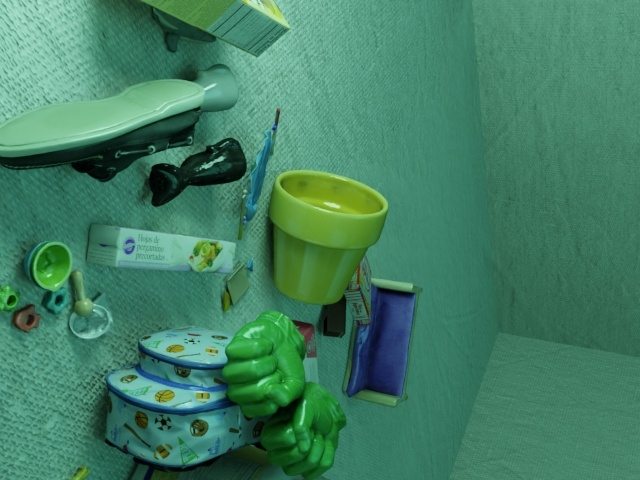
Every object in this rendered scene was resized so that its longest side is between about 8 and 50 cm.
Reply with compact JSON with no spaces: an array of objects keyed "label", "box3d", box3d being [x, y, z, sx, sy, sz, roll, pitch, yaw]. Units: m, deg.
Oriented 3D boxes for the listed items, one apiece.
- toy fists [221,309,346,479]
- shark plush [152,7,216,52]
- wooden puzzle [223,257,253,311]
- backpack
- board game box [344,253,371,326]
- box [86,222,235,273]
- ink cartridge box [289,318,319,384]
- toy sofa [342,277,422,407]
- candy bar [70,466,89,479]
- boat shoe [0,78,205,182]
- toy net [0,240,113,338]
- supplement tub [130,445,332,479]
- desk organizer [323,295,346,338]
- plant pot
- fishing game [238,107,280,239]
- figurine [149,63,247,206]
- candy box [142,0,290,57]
[{"label":"toy fists","box3d":[-0.054,0.251,1.129,0.142,0.096,0.279,-47,118,-44]},{"label":"shark plush","box3d":[-0.233,-0.380,1.170,0.073,0.067,0.161,-67,150,-28]},{"label":"wooden puzzle","box3d":[-0.173,0.091,1.484,0.116,0.014,0.078,-44,139,-51]},{"label":"backpack","box3d":[-0.216,0.261,1.185,0.263,0.277,0.213,-18,109,-54]},{"label":"board game box","box3d":[0.102,0.111,1.940,0.193,0.045,0.146,-86,163,-44]},{"label":"box","box3d":[-0.259,0.019,1.229,0.324,0.067,0.063,9,88,-63]},{"label":"ink cartridge box","box3d":[-0.102,0.306,1.583,0.237,0.100,0.171,-41,133,-54]},{"label":"toy sofa","box3d":[0.186,0.296,2.110,0.177,0.150,0.362,11,87,-65]},{"label":"candy bar","box3d":[-0.407,0.407,1.090,0.161,0.018,0.040,-44,138,-53]},{"label":"boat shoe","box3d":[-0.305,-0.141,1.025,0.340,0.127,0.113,-36,142,-48]},{"label":"toy net","box3d":[-0.369,0.098,1.051,0.122,0.045,0.232,-69,151,-25]},{"label":"supplement tub","box3d":[-0.150,0.485,1.274,0.241,0.331,0.241,-28,122,-59]},{"label":"desk organizer","box3d":[0.038,0.188,1.891,0.047,0.050,0.130,118,-22,-62]},{"label":"plant pot","box3d":[0.000,0.000,1.571,0.254,0.254,0.239,-29,137,-59]},{"label":"fishing game","box3d":[-0.131,-0.131,1.423,0.189,0.041,0.264,104,1,-53]},{"label":"figurine","box3d":[-0.227,-0.181,1.225,0.209,0.092,0.214,-33,125,-52]},{"label":"candy box","box3d":[-0.191,-0.419,1.123,0.182,0.088,0.316,61,23,15]}]
